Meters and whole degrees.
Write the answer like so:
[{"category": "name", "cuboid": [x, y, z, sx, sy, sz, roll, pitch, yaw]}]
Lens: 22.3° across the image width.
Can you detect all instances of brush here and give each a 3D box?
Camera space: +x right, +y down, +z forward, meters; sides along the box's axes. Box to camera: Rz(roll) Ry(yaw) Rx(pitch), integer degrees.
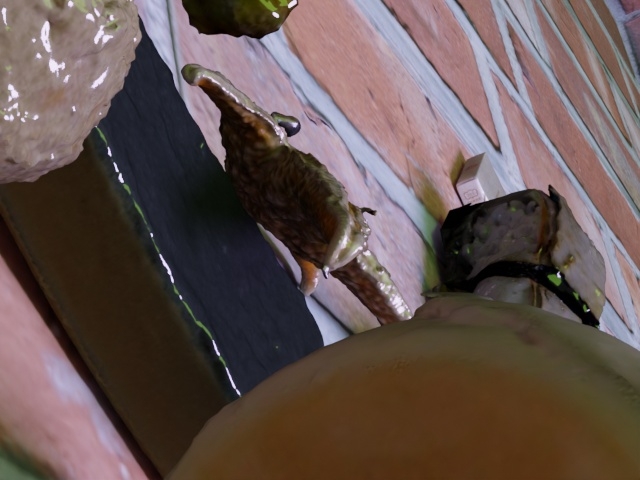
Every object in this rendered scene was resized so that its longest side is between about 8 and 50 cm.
[{"category": "brush", "cuboid": [-0.067, 0.004, 0.674, 0.197, 0.059, 0.123, 61, 18, -20]}]

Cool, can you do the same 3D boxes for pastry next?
[{"category": "pastry", "cuboid": [0.035, 0.145, 0.495, 0.133, 0.264, 0.265, 36, 34, -55]}]

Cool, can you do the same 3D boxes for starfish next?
[{"category": "starfish", "cuboid": [0.003, 0.000, 0.781, 0.138, 0.050, 0.247, 53, -2, 25]}]

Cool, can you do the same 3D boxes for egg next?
[{"category": "egg", "cuboid": [-0.119, -0.078, 0.531, 0.140, 0.116, 0.118, 51, 51, -39]}]

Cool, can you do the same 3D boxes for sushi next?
[{"category": "sushi", "cuboid": [0.150, 0.054, 1.170, 0.134, 0.109, 0.273, 63, 17, -12]}]

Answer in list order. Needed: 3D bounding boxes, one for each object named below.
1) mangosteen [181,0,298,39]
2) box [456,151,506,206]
[{"category": "mangosteen", "cuboid": [-0.058, -0.282, 0.715, 0.330, 0.330, 0.330, 55, 20, -32]}, {"category": "box", "cuboid": [0.167, 0.010, 1.425, 0.167, 0.024, 0.090, 63, 17, -10]}]
